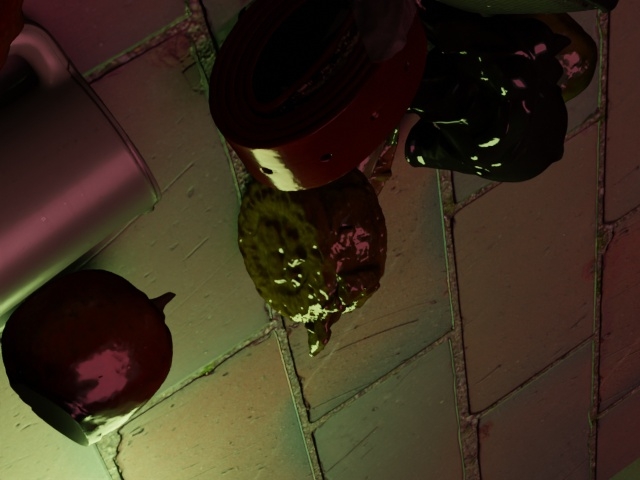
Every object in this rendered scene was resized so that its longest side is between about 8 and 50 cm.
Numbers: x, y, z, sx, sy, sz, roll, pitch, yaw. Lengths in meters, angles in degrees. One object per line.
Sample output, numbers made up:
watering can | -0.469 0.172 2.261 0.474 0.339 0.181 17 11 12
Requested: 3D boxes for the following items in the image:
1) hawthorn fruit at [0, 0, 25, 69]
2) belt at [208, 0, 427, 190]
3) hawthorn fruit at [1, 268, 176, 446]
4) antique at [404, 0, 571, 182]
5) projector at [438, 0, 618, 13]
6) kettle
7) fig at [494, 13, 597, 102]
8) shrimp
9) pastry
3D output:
hawthorn fruit | -0.411 -0.271 1.412 0.298 0.277 0.277 11 121 -28
belt | 0.001 -0.221 1.891 0.324 0.227 0.115 -56 149 -15
hawthorn fruit | -0.292 0.137 2.002 0.249 0.215 0.215 -31 144 -14
antique | 0.214 -0.203 2.055 0.185 0.255 0.322 -54 141 -18
projector | 0.175 -0.473 1.642 0.405 0.242 0.395 15 85 -51
kettle | -0.379 -0.060 1.741 0.318 0.265 0.205 -35 177 -11
fig | 0.300 -0.256 2.215 0.167 0.167 0.233 -18 165 -31
shrimp | 0.075 -0.133 2.205 0.145 0.061 0.267 -26 139 -42
pastry | 0.000 0.000 2.120 0.132 0.235 0.240 -21 150 -35
